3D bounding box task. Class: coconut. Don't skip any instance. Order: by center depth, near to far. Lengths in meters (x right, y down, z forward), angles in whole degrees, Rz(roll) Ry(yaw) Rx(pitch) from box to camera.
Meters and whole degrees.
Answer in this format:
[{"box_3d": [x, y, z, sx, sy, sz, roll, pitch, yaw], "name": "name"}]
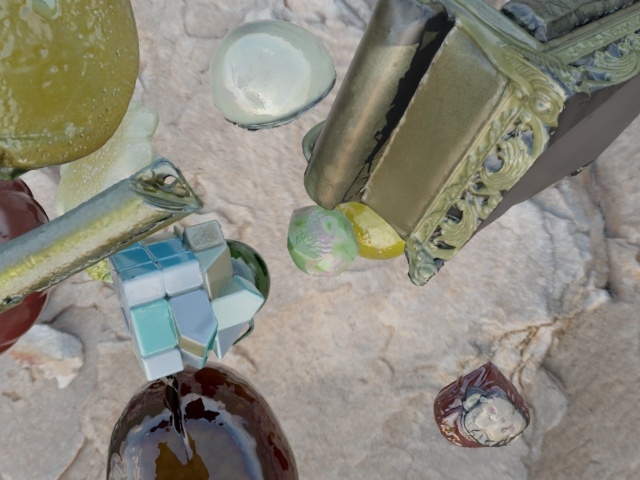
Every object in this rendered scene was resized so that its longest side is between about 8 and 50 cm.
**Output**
[{"box_3d": [0.000, 0.000, 0.705, 0.081, 0.082, 0.083, -5, 79, -39], "name": "coconut"}]

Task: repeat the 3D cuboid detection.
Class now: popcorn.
[{"box_3d": [-0.534, 0.038, 1.650, 0.136, 0.162, 0.141, 4, 130, -12], "name": "popcorn"}]

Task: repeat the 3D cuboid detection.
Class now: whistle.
[{"box_3d": [-0.274, 0.011, 0.675, 0.327, 0.057, 0.068, -26, 125, 11], "name": "whistle"}]

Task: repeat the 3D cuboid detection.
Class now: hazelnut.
[{"box_3d": [-0.248, 0.476, 1.374, 0.402, 0.402, 0.429, -38, 91, 4], "name": "hazelnut"}]

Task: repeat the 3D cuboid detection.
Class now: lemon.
[{"box_3d": [0.138, -0.081, 1.653, 0.261, 0.260, 0.283, -22, 118, 4], "name": "lemon"}]

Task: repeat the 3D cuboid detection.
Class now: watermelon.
[{"box_3d": [-0.193, 0.100, 1.416, 0.188, 0.188, 0.214, -38, 80, 4], "name": "watermelon"}]

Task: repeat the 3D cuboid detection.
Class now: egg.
[{"box_3d": [-0.107, -0.373, 1.340, 0.265, 0.286, 0.174, 8, 137, 23], "name": "egg"}]

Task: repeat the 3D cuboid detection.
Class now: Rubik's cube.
[{"box_3d": [-0.217, 0.085, 1.075, 0.213, 0.265, 0.224, -15, 113, -22], "name": "Rubik's cube"}]

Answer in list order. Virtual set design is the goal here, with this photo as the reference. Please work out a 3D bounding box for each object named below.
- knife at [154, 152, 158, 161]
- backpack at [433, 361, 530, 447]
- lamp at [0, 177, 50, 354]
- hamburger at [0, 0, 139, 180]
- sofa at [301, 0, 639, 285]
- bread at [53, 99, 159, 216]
[{"box_3d": [-0.447, -0.264, 1.627, 0.015, 0.054, 0.212, -19, 64, -29], "name": "knife"}, {"box_3d": [0.382, 0.414, 1.601, 0.230, 0.138, 0.229, 0, 121, 0], "name": "backpack"}, {"box_3d": [-0.504, 0.024, 0.878, 0.303, 0.257, 0.302, 2, 94, 21], "name": "lamp"}, {"box_3d": [-0.231, -0.141, 0.470, 0.122, 0.215, 0.189, -1, 111, 38], "name": "hamburger"}, {"box_3d": [0.119, -0.124, 0.473, 0.258, 0.200, 0.182, -29, 71, -33], "name": "sofa"}, {"box_3d": [-0.443, -0.157, 1.333, 0.316, 0.316, 0.054, -52, 133, 4], "name": "bread"}]
